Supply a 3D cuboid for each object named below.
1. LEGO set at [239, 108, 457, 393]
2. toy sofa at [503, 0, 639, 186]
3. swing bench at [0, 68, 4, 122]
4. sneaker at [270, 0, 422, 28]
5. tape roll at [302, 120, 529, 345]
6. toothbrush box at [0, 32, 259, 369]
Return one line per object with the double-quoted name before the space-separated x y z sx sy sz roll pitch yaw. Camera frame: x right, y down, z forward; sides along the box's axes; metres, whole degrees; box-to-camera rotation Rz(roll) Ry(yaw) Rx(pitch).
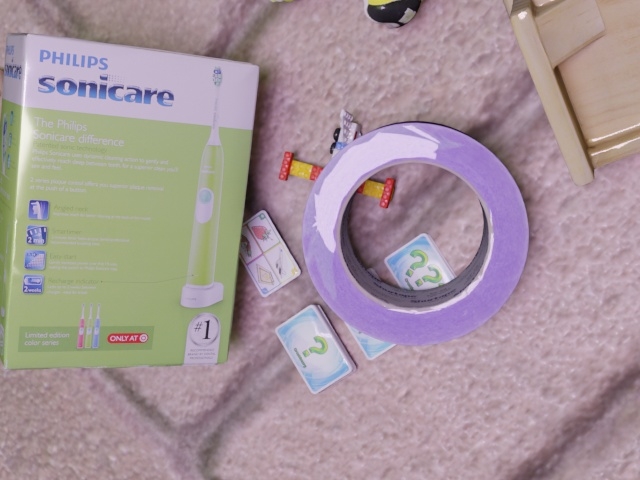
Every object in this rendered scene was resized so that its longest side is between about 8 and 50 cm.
"LEGO set" 0.000 0.000 0.852 0.182 0.060 0.244 -33 80 16
"toy sofa" 0.333 -0.189 0.676 0.362 0.177 0.150 -20 110 21
"swing bench" -0.430 -0.019 0.970 0.253 0.165 0.255 -26 88 20
"sneaker" -0.064 -0.304 0.815 0.384 0.145 0.147 21 100 21
"tape roll" 0.082 -0.009 0.780 0.188 0.080 0.189 1 99 8
"toothbrush box" -0.185 -0.035 0.825 0.122 0.206 0.283 25 111 60
